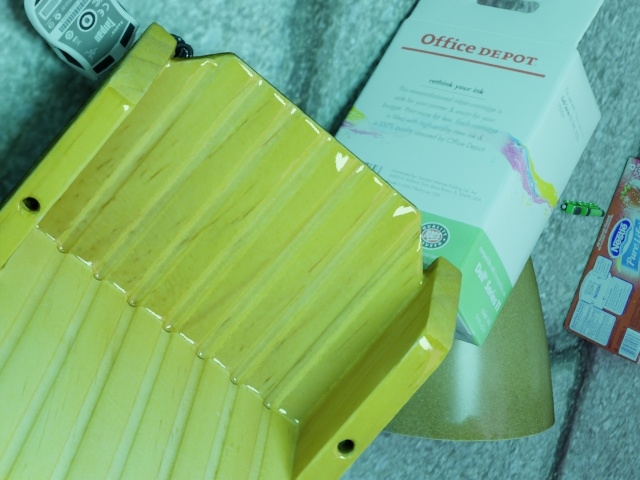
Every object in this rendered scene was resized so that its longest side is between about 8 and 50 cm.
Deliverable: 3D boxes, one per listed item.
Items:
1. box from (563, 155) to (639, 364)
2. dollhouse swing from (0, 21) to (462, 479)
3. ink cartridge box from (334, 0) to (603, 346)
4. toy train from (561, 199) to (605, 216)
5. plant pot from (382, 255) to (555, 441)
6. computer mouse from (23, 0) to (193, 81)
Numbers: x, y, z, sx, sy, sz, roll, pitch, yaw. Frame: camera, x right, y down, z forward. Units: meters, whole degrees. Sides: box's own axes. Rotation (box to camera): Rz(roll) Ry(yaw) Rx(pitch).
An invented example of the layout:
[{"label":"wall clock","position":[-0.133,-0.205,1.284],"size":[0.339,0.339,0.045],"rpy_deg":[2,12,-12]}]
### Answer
[{"label":"box","position":[0.449,0.030,1.825],"size":[0.122,0.128,0.257],"rpy_deg":[9,104,-48]},{"label":"dollhouse swing","position":[-0.082,0.062,1.020],"size":[0.347,0.305,0.315],"rpy_deg":[39,97,-12]},{"label":"ink cartridge box","position":[0.138,-0.094,1.345],"size":[0.353,0.207,0.119],"rpy_deg":[-59,144,-19]},{"label":"toy train","position":[0.341,-0.040,1.754],"size":[0.083,0.023,0.017],"rpy_deg":[4,108,-47]},{"label":"plant pot","position":[0.144,0.066,1.473],"size":[0.237,0.237,0.254],"rpy_deg":[-4,100,-45]},{"label":"computer mouse","position":[-0.185,-0.172,1.117],"size":[0.106,0.042,0.193],"rpy_deg":[-50,144,-7]}]
